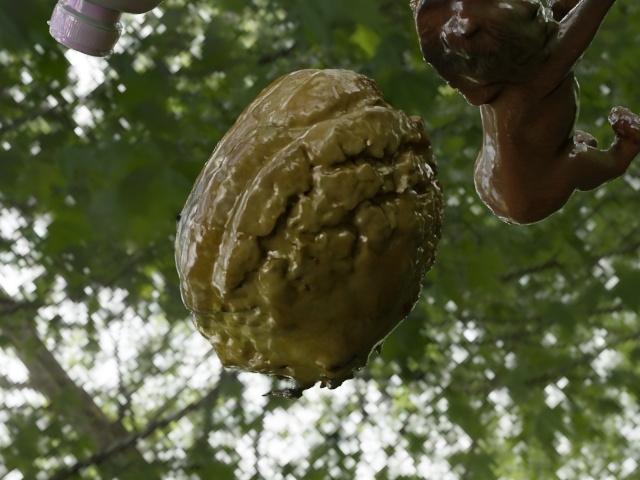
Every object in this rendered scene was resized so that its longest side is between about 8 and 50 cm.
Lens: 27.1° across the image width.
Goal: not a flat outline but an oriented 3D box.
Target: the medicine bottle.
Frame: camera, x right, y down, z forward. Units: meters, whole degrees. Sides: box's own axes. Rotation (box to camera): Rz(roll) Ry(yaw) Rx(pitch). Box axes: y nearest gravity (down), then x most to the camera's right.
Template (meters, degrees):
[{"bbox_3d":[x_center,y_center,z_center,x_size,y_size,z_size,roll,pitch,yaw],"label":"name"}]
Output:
[{"bbox_3d":[-0.175,-0.272,1.177,0.115,0.078,0.219,11,-66,-38],"label":"medicine bottle"}]

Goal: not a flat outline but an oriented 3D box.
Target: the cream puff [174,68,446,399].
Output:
[{"bbox_3d":[0.000,0.000,0.753,0.189,0.129,0.189,-49,-24,-30],"label":"cream puff"}]

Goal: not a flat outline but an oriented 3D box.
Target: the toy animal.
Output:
[{"bbox_3d":[0.146,-0.103,0.956,0.158,0.097,0.312,-32,-46,-16],"label":"toy animal"}]
